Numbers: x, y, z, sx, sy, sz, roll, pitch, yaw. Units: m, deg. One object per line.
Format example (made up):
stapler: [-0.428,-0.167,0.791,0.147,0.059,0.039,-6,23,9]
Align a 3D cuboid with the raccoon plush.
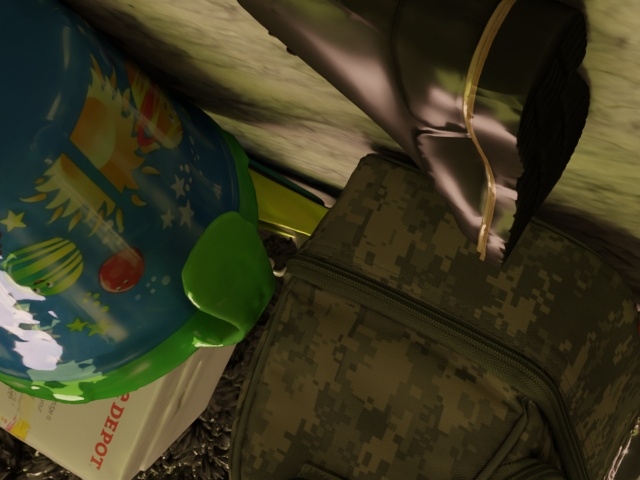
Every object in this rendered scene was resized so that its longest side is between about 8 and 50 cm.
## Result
raccoon plush: [-0.161,0.135,1.339,0.216,0.299,0.446,50,-157,20]

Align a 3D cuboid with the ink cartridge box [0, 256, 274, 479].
ink cartridge box: [-0.192,0.050,1.191,0.233,0.171,0.168,31,-152,10]

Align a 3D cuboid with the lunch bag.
lunch bag: [0.069,0.136,0.974,0.213,0.256,0.305,28,163,24]

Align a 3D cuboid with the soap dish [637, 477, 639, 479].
soap dish: [0.188,0.196,1.569,0.229,0.118,0.291,50,171,-5]

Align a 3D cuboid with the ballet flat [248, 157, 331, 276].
ballet flat: [0.000,0.000,1.167,0.231,0.077,0.077,23,172,7]

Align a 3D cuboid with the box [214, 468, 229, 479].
box: [-0.087,0.151,1.785,0.343,0.178,0.312,3,-170,-42]

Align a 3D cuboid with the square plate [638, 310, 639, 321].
square plate: [0.389,0.143,1.079,0.347,0.049,0.344,20,172,28]

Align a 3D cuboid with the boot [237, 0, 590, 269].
boot: [0.036,-0.066,0.622,0.137,0.077,0.198,27,161,16]

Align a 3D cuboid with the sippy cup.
sippy cup: [-0.183,-0.042,0.950,0.306,0.240,0.224,-10,152,14]

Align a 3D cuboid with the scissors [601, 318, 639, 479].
scissors: [0.185,0.088,0.838,0.109,0.021,0.297,16,142,-18]
